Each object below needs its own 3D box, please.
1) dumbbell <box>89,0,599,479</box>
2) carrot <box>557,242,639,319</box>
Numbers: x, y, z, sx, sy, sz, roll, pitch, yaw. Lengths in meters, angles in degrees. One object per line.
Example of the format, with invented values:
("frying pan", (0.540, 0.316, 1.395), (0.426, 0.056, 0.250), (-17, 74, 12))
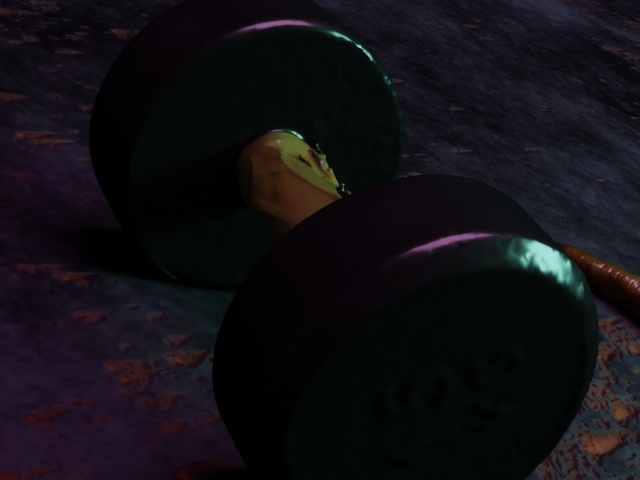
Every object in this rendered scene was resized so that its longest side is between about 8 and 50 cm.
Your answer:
("dumbbell", (0.000, 0.000, 0.803), (0.204, 0.203, 0.322), (9, 28, -32))
("carrot", (0.265, 0.043, 1.173), (0.165, 0.035, 0.036), (35, 26, 26))
